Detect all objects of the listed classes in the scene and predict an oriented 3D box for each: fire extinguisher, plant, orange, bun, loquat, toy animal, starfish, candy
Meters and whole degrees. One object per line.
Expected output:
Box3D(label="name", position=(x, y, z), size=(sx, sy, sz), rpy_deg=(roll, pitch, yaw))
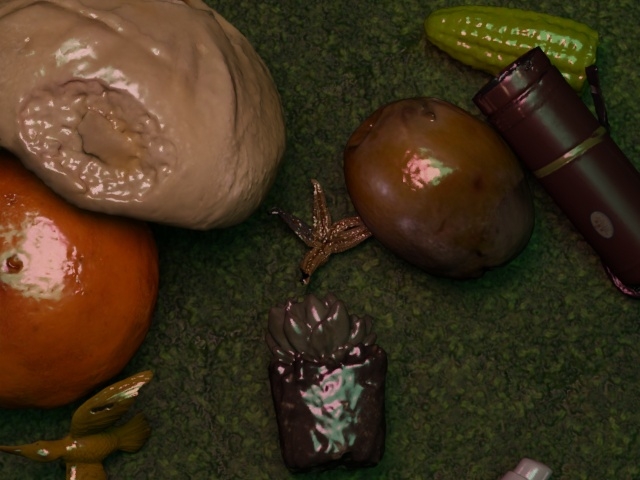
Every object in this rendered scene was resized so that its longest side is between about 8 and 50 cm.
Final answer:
Box3D(label="fire extinguisher", position=(0.323, -0.066, 1.706), size=(0.141, 0.105, 0.341), rpy_deg=(-38, 96, 19))
Box3D(label="plant", position=(0.010, 0.153, 1.652), size=(0.132, 0.129, 0.195), rpy_deg=(-4, 80, -5))
Box3D(label="orange", position=(-0.312, 0.041, 1.619), size=(0.283, 0.226, 0.284), rpy_deg=(0, 83, 1))
Box3D(label="bun", position=(-0.194, -0.174, 1.596), size=(0.364, 0.364, 0.202), rpy_deg=(31, 110, 6))
Box3D(label="loquat", position=(0.134, -0.057, 1.682), size=(0.227, 0.179, 0.179), rpy_deg=(39, 78, -6))
Box3D(label="toy animal", position=(-0.265, 0.224, 1.644), size=(0.155, 0.095, 0.219), rpy_deg=(8, 107, 0))
Box3D(label="starfish", position=(-0.003, 0.002, 1.728), size=(0.133, 0.041, 0.130), rpy_deg=(23, 63, 1))
Box3D(label="candy", position=(0.222, -0.228, 1.772), size=(0.209, 0.097, 0.097), rpy_deg=(15, 76, 4))

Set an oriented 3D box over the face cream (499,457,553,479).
Box3D(label="face cream", position=(0.167, 0.338, 1.624), size=(0.101, 0.101, 0.252), rpy_deg=(34, 77, 6))
